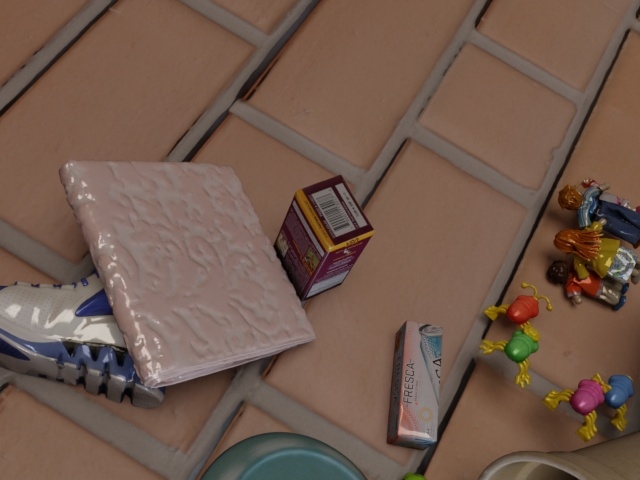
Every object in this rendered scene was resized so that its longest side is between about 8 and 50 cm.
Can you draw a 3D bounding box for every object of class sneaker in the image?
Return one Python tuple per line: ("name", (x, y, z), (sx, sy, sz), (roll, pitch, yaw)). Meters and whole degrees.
("sneaker", (-0.344, 0.100, 1.173), (0.315, 0.127, 0.182), (22, 56, -10))

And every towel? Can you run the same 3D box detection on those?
("towel", (-0.185, 0.031, 1.202), (0.317, 0.053, 0.332), (-5, 62, -50))

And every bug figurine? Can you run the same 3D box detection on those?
("bug figurine", (0.368, 0.185, 1.284), (0.279, 0.072, 0.216), (41, 28, 14))

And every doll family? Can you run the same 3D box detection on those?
("doll family", (0.475, -0.020, 1.434), (0.163, 0.118, 0.263), (23, 60, -2))

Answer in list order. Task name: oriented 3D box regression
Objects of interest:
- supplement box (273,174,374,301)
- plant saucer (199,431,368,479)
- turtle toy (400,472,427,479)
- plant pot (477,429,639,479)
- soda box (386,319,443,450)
("supplement box", (0.000, 0.000, 1.263), (0.080, 0.188, 0.104), (-21, 70, -24))
("plant saucer", (-0.023, 0.397, 1.083), (0.317, 0.043, 0.318), (17, 54, -26))
("turtle toy", (0.145, 0.380, 1.163), (0.095, 0.066, 0.130), (-18, 30, -7))
("plant pot", (0.425, 0.394, 1.123), (0.305, 0.334, 0.334), (-14, 67, -33))
("soda box", (0.143, 0.217, 1.263), (0.062, 0.058, 0.183), (12, 62, -8))
